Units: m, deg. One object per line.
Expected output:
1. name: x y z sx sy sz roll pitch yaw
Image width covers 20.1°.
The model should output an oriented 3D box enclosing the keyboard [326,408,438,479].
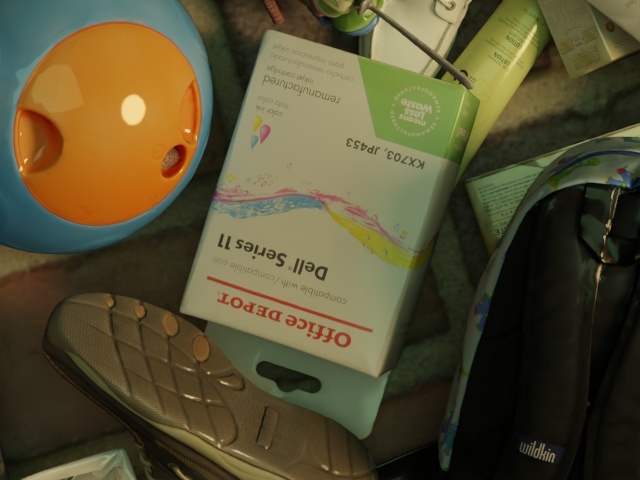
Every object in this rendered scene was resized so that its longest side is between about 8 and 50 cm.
1. keyboard: 0.018 0.261 1.789 0.317 0.033 0.202 -23 91 -5

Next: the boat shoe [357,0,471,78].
1. boat shoe: 0.110 -0.270 1.777 0.098 0.096 0.277 19 88 -6

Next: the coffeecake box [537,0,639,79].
1. coffeecake box: 0.276 -0.270 1.773 0.142 0.068 0.185 -22 90 -35

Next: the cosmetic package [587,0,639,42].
1. cosmetic package: 0.400 -0.259 1.618 0.453 0.230 0.161 38 55 -4

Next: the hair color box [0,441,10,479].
1. hair color box: -0.376 0.123 1.688 0.110 0.185 0.339 -11 89 -3

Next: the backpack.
1. backpack: 0.261 0.084 1.637 0.290 0.273 0.356 10 123 15

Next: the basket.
1. basket: -0.221 0.289 1.728 0.113 0.103 0.167 -17 91 -15

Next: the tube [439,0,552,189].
1. tube: 0.149 -0.139 1.798 0.070 0.062 0.240 37 91 37

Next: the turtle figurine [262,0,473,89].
1. turtle figurine: 0.028 -0.300 1.640 0.266 0.274 0.198 43 74 -36

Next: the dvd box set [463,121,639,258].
1. dvd box set: 0.350 0.091 1.774 0.307 0.062 0.420 -19 89 8

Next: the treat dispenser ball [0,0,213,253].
1. treat dispenser ball: -0.242 -0.131 1.653 0.288 0.288 0.288 0 88 -4

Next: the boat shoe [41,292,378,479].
1. boat shoe: -0.117 0.186 1.687 0.355 0.132 0.130 35 125 -8

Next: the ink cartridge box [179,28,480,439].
1. ink cartridge box: 0.000 0.000 1.721 0.207 0.119 0.353 17 93 10
